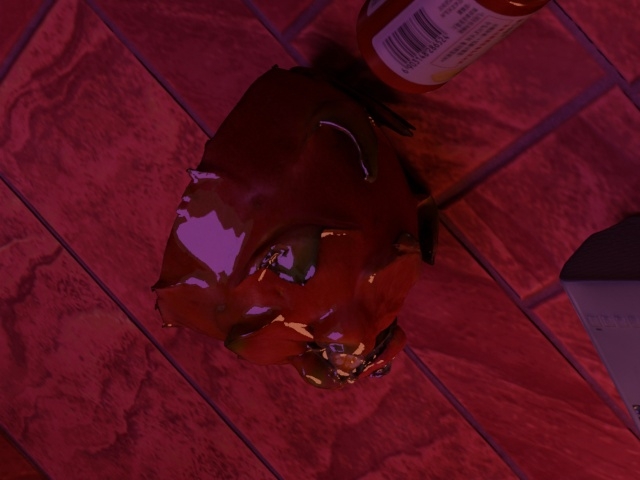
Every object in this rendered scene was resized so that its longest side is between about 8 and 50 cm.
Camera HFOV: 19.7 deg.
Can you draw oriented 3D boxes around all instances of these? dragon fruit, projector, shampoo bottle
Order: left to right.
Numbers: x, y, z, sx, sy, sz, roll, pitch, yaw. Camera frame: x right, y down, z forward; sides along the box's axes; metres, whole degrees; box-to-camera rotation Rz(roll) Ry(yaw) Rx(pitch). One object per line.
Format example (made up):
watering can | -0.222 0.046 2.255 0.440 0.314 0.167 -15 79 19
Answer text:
dragon fruit | 0.000 0.000 1.788 0.226 0.305 0.305 27 145 16
shampoo bottle | 0.133 -0.218 1.531 0.104 0.104 0.278 48 149 -4
projector | 0.358 0.082 1.611 0.250 0.108 0.198 -2 125 49
